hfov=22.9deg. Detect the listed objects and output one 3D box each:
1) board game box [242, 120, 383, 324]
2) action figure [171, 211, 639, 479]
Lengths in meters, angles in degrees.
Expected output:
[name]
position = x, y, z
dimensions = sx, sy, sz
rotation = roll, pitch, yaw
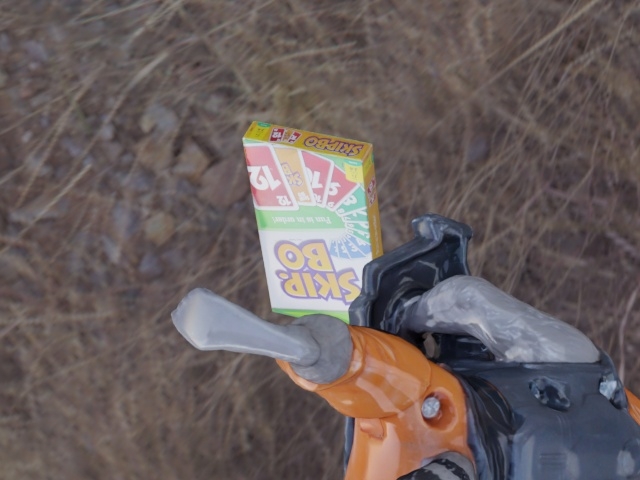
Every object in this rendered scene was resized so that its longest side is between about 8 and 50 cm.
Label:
[board game box]
position = 0.000, 0.000, 1.557
dimensions = 0.124, 0.039, 0.259
rotation = 12, 139, 20
[action figure]
position = 0.067, 0.158, 0.775
dimensions = 0.178, 0.330, 0.341
rotation = -3, 92, 43
